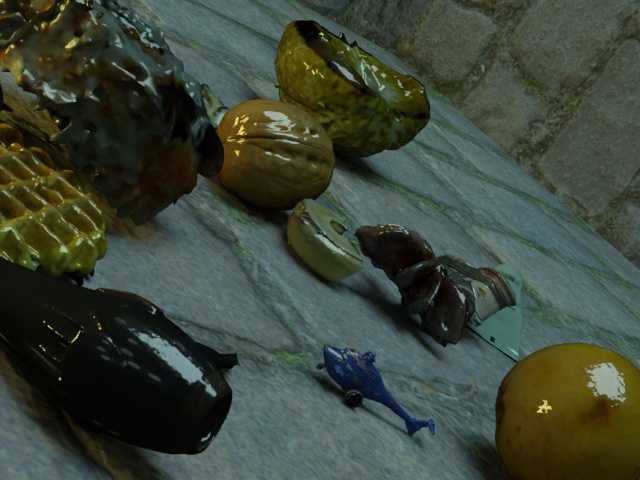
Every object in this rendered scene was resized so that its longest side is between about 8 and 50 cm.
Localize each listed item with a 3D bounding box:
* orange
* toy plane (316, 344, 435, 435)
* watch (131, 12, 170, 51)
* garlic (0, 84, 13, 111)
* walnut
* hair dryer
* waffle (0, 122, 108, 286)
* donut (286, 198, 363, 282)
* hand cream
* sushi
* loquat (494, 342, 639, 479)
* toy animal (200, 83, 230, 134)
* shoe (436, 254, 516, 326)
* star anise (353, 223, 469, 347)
[{"bbox_3d":[0.051,-0.285,2.462,0.368,0.210,0.271,24,21,-39],"label":"orange"},{"bbox_3d":[0.067,0.175,1.420,0.167,0.062,0.054,42,14,-12],"label":"toy plane"},{"bbox_3d":[-0.361,-0.353,2.091,0.237,0.068,0.195,45,20,20],"label":"watch"},{"bbox_3d":[-0.430,-0.196,1.465,0.152,0.066,0.084,26,17,-25],"label":"garlic"},{"bbox_3d":[-0.067,-0.128,1.844,0.197,0.165,0.165,21,21,-35],"label":"walnut"},{"bbox_3d":[-0.177,0.098,1.143,0.303,0.120,0.359,25,1,20],"label":"hair dryer"},{"bbox_3d":[-0.352,-0.066,1.259,0.329,0.062,0.329,32,16,-11],"label":"waffle"},{"bbox_3d":[-0.004,-0.003,1.784,0.108,0.065,0.166,32,17,-22],"label":"donut"},{"bbox_3d":[0.314,0.116,2.123,0.109,0.067,0.321,36,20,0],"label":"hand cream"},{"bbox_3d":[-0.294,-0.218,1.466,0.417,0.176,0.417,47,6,-6],"label":"sushi"},{"bbox_3d":[0.316,0.229,1.494,0.208,0.208,0.208,32,16,-10],"label":"loquat"},{"bbox_3d":[-0.162,-0.189,1.984,0.255,0.090,0.170,10,34,-52],"label":"toy animal"},{"bbox_3d":[0.227,0.091,1.952,0.180,0.092,0.089,18,-36,51],"label":"shoe"},{"bbox_3d":[0.140,0.054,1.803,0.236,0.093,0.229,46,9,-34],"label":"star anise"}]
